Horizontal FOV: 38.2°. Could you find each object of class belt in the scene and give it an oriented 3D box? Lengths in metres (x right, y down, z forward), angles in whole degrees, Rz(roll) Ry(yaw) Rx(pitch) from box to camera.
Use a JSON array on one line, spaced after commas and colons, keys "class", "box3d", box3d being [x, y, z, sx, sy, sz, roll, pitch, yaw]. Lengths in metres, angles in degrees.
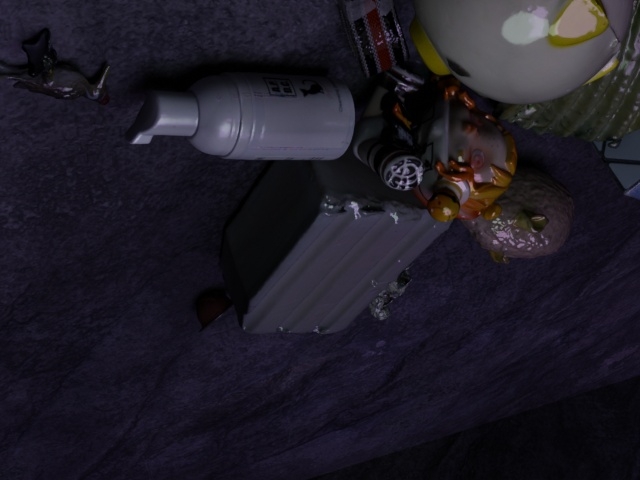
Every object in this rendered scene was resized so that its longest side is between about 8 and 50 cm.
[{"class": "belt", "box3d": [0.067, -0.379, 1.426, 0.094, 0.126, 0.359, -33, 155, -3]}]

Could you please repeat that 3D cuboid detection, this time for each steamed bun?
[{"class": "steamed bun", "box3d": [0.300, -0.364, 1.382, 0.334, 0.334, 0.374, -34, 163, 18]}]

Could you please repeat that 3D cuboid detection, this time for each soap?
[{"class": "soap", "box3d": [0.000, 0.000, 1.858, 0.350, 0.213, 0.435, 1, 141, -39]}]

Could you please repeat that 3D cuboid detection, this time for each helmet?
[{"class": "helmet", "box3d": [-0.249, 0.151, 2.069, 0.111, 0.057, 0.089, -38, -171, 30]}]

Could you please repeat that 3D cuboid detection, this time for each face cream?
[{"class": "face cream", "box3d": [-0.133, -0.205, 1.520, 0.370, 0.145, 0.145, -3, 144, -32]}]

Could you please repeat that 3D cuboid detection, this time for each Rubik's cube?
[{"class": "Rubik's cube", "box3d": [0.740, -0.219, 2.019, 0.205, 0.207, 0.205, 13, 135, -43]}]

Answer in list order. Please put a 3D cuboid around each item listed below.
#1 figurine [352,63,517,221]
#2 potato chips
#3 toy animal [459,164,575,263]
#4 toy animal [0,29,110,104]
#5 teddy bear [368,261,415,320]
[{"class": "figurine", "box3d": [0.222, -0.159, 1.684, 0.323, 0.320, 0.196, 22, 149, -27]}, {"class": "potato chips", "box3d": [0.550, -0.324, 1.832, 0.373, 0.097, 0.389, 16, 135, -31]}, {"class": "toy animal", "box3d": [0.438, -0.059, 2.041, 0.358, 0.226, 0.188, -2, 144, -30]}, {"class": "toy animal", "box3d": [-0.392, -0.244, 1.388, 0.105, 0.070, 0.202, -28, 156, 28]}, {"class": "teddy bear", "box3d": [0.155, 0.095, 2.214, 0.133, 0.111, 0.213, -58, 173, -26]}]
